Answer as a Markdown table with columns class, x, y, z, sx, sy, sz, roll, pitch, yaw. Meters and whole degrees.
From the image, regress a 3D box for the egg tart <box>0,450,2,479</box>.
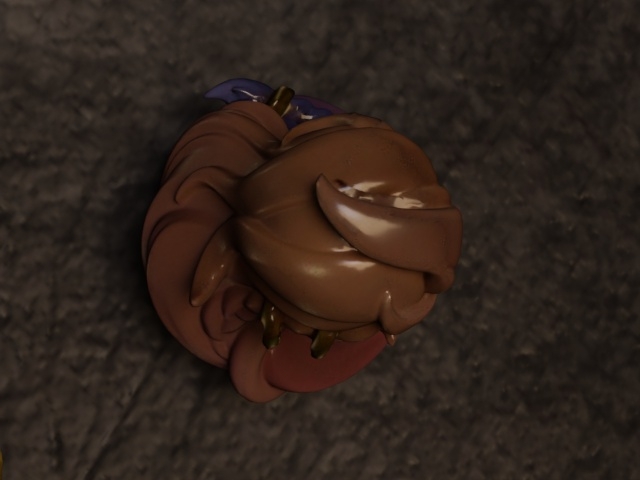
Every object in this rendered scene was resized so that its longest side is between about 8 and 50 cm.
| class | x | y | z | sx | sy | sz | roll | pitch | yaw |
| --- | --- | --- | --- | --- | --- | --- | --- | --- | --- |
| egg tart | -0.245 | 0.119 | 0.439 | 0.318 | 0.128 | 0.319 | 1 | 87 | -22 |

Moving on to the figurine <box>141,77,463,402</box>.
| class | x | y | z | sx | sy | sz | roll | pitch | yaw |
| --- | --- | --- | --- | --- | --- | --- | --- | --- | --- |
| figurine | -0.010 | 0.001 | 0.545 | 0.114 | 0.157 | 0.126 | -11 | 98 | -3 |
